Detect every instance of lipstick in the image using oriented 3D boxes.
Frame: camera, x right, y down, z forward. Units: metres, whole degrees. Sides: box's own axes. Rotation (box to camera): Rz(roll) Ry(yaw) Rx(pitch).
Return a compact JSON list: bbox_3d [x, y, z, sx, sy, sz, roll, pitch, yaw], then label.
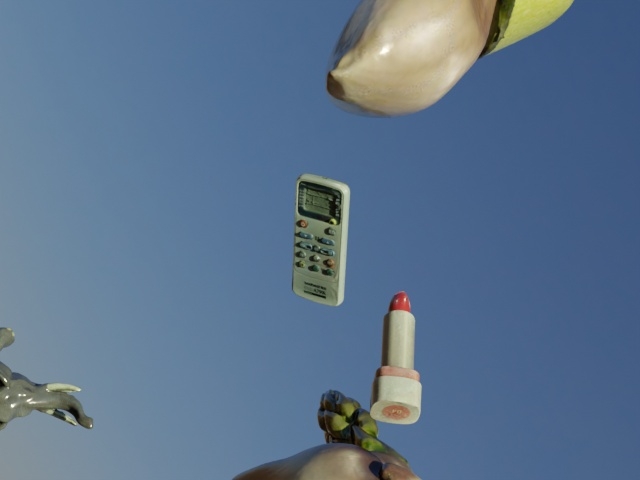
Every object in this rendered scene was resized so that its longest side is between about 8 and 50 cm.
[{"bbox_3d":[0.100,0.145,1.755,0.057,0.063,0.186,102,-5,-51],"label":"lipstick"}]

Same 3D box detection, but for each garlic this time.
[{"bbox_3d":[0.092,-0.194,1.171,0.112,0.318,0.143,23,-43,6],"label":"garlic"}]

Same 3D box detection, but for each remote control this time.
[{"bbox_3d":[0.000,0.000,1.206,0.053,0.018,0.124,17,-58,23],"label":"remote control"}]

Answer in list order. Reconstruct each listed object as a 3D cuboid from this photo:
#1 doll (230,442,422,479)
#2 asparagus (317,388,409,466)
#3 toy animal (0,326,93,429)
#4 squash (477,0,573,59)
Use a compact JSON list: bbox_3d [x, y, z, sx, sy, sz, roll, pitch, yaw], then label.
[{"bbox_3d":[0.094,0.346,1.473,0.370,0.226,0.215,33,25,-25],"label":"doll"},{"bbox_3d":[0.049,0.270,1.821,0.287,0.080,0.080,-127,-161,-62],"label":"asparagus"},{"bbox_3d":[-0.374,0.158,1.513,0.137,0.269,0.082,-81,180,-68],"label":"toy animal"},{"bbox_3d":[0.168,-0.317,1.515,0.220,0.133,0.220,32,-41,32],"label":"squash"}]
